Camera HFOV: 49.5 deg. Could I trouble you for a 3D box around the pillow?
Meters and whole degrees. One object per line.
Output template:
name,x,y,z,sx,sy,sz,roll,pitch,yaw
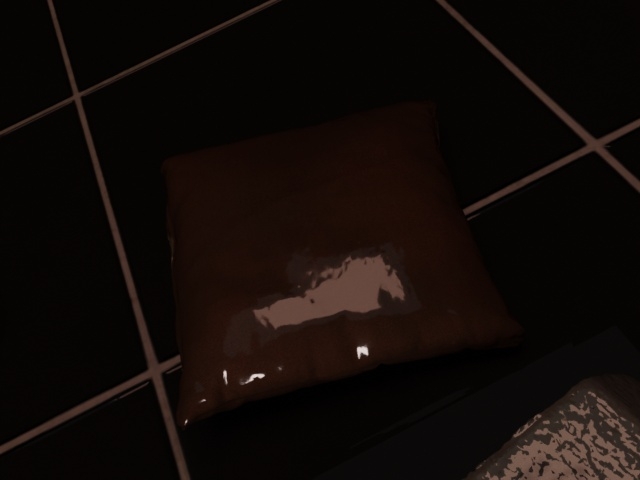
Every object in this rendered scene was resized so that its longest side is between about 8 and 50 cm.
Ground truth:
pillow,0.000,0.000,0.661,0.305,0.108,0.308,-14,53,2

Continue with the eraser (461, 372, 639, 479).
eraser,0.129,0.219,0.470,0.352,0.077,0.111,-36,51,-11
